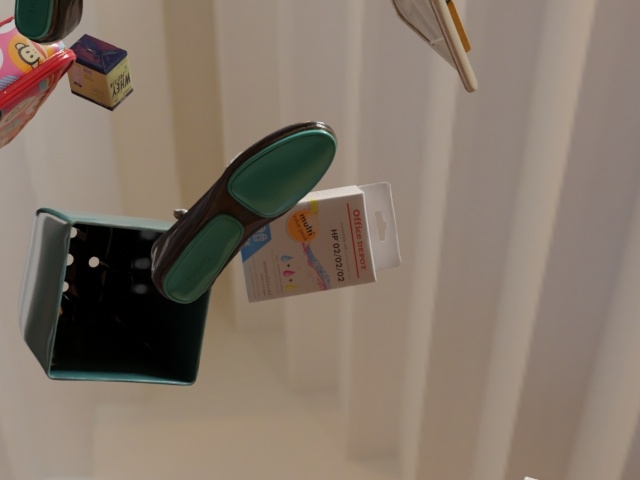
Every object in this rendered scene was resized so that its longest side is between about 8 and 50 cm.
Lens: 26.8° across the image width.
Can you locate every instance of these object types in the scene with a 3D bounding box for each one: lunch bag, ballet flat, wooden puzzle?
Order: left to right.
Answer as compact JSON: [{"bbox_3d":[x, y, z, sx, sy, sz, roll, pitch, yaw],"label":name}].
[{"bbox_3d":[-0.461,-0.196,1.846,0.120,0.258,0.293,49,-33,-6],"label":"lunch bag"},{"bbox_3d":[-0.305,-0.371,1.584,0.096,0.095,0.280,-25,134,-59],"label":"ballet flat"},{"bbox_3d":[-0.071,-0.035,1.135,0.203,0.074,0.074,-46,-171,10],"label":"ballet flat"},{"bbox_3d":[0.137,-0.342,1.859,0.238,0.044,0.221,56,-1,39],"label":"wooden puzzle"}]

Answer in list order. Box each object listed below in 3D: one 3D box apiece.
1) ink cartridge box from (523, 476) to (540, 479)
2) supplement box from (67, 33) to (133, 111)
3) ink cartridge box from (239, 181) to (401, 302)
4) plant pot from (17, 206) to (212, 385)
[{"bbox_3d":[0.345,0.398,1.606,0.100,0.237,0.172,-60,155,-43],"label":"ink cartridge box"},{"bbox_3d":[-0.341,-0.259,2.067,0.056,0.083,0.083,-51,155,-34],"label":"supplement box"},{"bbox_3d":[0.000,0.000,1.491,0.061,0.181,0.104,-127,-152,-79],"label":"ink cartridge box"},{"bbox_3d":[-0.244,0.043,1.476,0.234,0.165,0.165,24,-74,59],"label":"plant pot"}]
